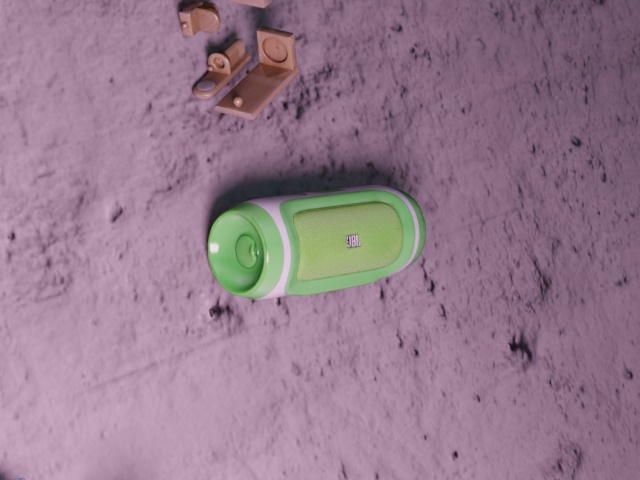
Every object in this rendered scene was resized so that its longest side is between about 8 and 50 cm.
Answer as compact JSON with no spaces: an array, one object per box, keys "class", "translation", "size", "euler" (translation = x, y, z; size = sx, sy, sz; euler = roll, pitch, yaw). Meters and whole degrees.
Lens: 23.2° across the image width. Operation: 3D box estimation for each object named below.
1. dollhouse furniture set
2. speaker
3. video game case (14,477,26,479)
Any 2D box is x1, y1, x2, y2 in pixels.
[{"class":"dollhouse furniture set","translation":[-0.123,-0.260,1.963],"size":[0.123,0.144,0.151],"euler":[-51,147,-42]},{"class":"speaker","translation":[0.000,0.000,1.992],"size":[0.297,0.131,0.131],"euler":[-9,80,-46]},{"class":"video game case","translation":[-0.329,0.373,1.488],"size":[0.269,0.061,0.244],"euler":[-18,57,-45]}]
